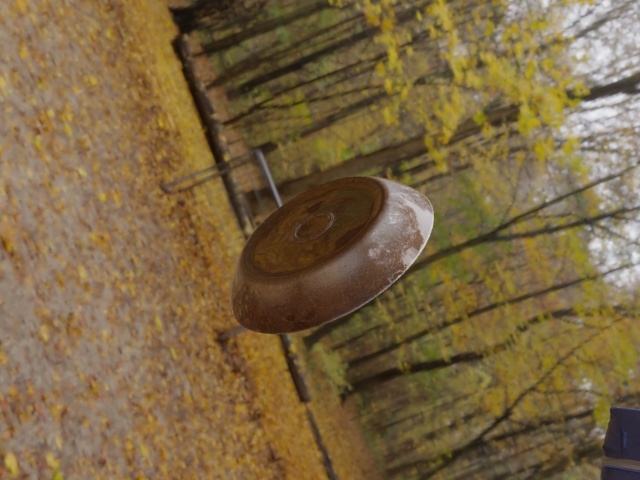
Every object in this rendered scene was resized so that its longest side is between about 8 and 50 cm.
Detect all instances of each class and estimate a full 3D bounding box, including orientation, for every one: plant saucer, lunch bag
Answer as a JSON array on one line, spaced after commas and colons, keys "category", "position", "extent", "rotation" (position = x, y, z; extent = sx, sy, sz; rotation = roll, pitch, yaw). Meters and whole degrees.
[{"category": "plant saucer", "position": [0.000, 0.000, 0.732], "extent": [0.036, 0.198, 0.199], "rotation": [58, 5, -28]}, {"category": "lunch bag", "position": [0.252, 0.158, 0.593], "extent": [0.067, 0.098, 0.065], "rotation": [25, 71, -48]}]
